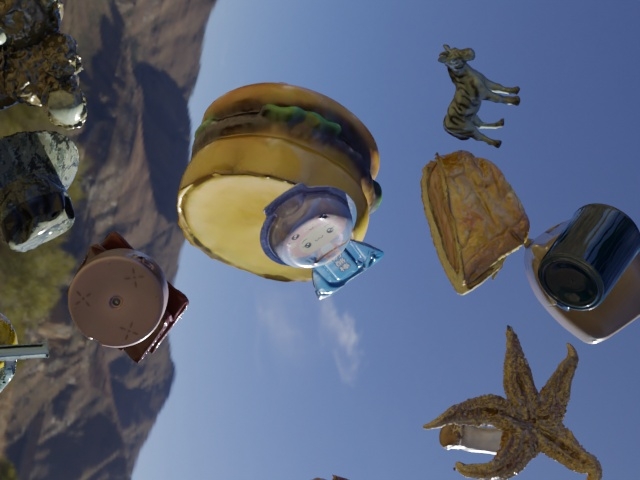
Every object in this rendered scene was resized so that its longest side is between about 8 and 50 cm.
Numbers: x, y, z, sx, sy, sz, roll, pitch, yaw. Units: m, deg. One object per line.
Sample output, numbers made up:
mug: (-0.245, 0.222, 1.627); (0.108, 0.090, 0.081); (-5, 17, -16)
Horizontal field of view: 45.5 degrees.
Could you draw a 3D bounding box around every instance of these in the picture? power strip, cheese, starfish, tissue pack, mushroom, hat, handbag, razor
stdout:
power strip: (-0.321, 0.088, 1.224); (0.078, 0.154, 0.154); (-126, -128, -80)
cheese: (0.000, 0.000, 1.026); (0.135, 0.245, 0.052); (-34, -127, 5)
starfish: (0.346, 0.291, 1.317); (0.060, 0.299, 0.302); (92, 20, -58)
tissue pack: (0.664, 0.076, 1.924); (0.267, 0.277, 0.387); (-35, 178, 11)
mushroom: (0.385, 0.467, 1.810); (0.071, 0.209, 0.084); (138, -36, -71)
hat: (-0.503, -0.056, 1.319); (0.128, 0.265, 0.265); (53, -40, 16)
handbag: (-0.459, 0.138, 1.783); (0.084, 0.260, 0.275); (-47, 178, -45)
razor: (-0.403, 0.175, 0.959); (0.211, 0.084, 0.036); (-43, -127, 51)

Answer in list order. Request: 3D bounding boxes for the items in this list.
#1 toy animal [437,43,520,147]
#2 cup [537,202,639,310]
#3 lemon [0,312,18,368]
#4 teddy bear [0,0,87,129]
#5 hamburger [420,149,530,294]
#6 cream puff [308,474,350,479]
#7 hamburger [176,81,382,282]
toy animal: (0.347, -0.315, 1.653); (0.090, 0.169, 0.255); (-69, 157, -44)
cup: (0.421, 0.041, 1.191); (0.113, 0.150, 0.138); (7, -142, 44)
lemon: (-0.711, 0.203, 1.537); (0.170, 0.207, 0.170); (-38, 135, -51)
teddy bear: (-0.472, -0.324, 1.212); (0.156, 0.267, 0.256); (-57, 153, -37)
hamburger: (0.374, -0.046, 1.790); (0.162, 0.208, 0.330); (121, -41, -71)
cream puff: (0.012, 0.428, 1.189); (0.133, 0.119, 0.104); (-36, 163, -37)
hamburger: (-0.066, -0.125, 1.491); (0.396, 0.395, 0.278); (132, -24, -55)
